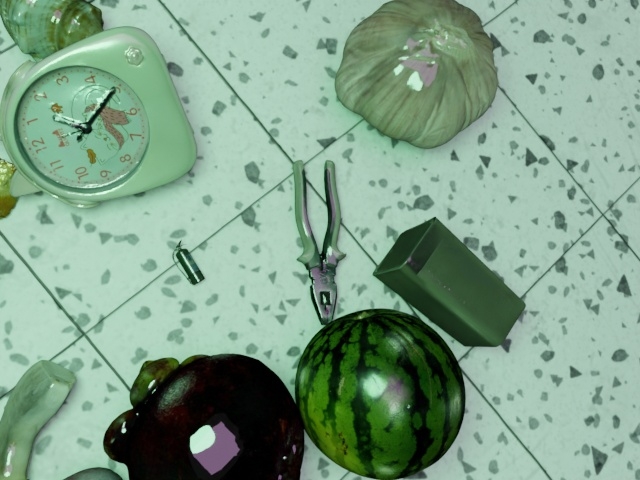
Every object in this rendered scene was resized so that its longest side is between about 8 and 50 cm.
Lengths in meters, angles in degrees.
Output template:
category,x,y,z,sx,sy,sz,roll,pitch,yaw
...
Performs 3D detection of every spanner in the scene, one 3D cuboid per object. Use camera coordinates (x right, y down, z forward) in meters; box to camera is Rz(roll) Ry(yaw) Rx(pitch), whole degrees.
category,x,y,z,sx,sy,sz,roll,pitch,yaw
spanner,0.000,0.000,1.186,0.095,0.040,0.325,-1,78,-14

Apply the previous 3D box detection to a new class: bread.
category,x,y,z,sx,sy,sz,roll,pitch,yaw
bread,-0.600,-0.093,1.037,0.187,0.065,0.103,9,72,-14

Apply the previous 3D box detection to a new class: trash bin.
category,x,y,z,sx,sy,sz,roll,pitch,yaw
trash bin,0.243,0.089,1.172,0.240,0.164,0.122,41,73,-7

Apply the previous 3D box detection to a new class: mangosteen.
category,x,y,z,sx,sy,sz,roll,pitch,yaw
mangosteen,-0.180,0.319,0.950,0.313,0.297,0.297,6,78,-6

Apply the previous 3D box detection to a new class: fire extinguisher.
category,x,y,z,sx,sy,sz,roll,pitch,yaw
fire extinguisher,-0.245,0.042,1.121,0.038,0.025,0.083,-31,88,5

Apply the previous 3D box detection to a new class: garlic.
category,x,y,z,sx,sy,sz,roll,pitch,yaw
garlic,0.192,-0.328,1.187,0.317,0.259,0.318,5,74,-16

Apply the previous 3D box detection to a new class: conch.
category,x,y,z,sx,sy,sz,roll,pitch,yaw
conch,-0.489,-0.442,1.084,0.386,0.169,0.203,52,43,-4

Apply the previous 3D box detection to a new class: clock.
category,x,y,z,sx,sy,sz,roll,pitch,yaw
clock,-0.393,-0.196,1.038,0.324,0.108,0.265,-21,116,-10

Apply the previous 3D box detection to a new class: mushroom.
category,x,y,z,sx,sy,sz,roll,pitch,yaw
mushroom,-0.474,0.305,0.982,0.092,0.081,0.223,21,77,11

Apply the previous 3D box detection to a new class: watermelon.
category,x,y,z,sx,sy,sz,roll,pitch,yaw
watermelon,0.099,0.254,1.032,0.285,0.285,0.285,3,79,-14

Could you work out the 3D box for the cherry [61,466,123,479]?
category,x,y,z,sx,sy,sz,roll,pitch,yaw
cherry,-0.371,0.399,0.984,0.148,0.115,0.188,-4,64,12
